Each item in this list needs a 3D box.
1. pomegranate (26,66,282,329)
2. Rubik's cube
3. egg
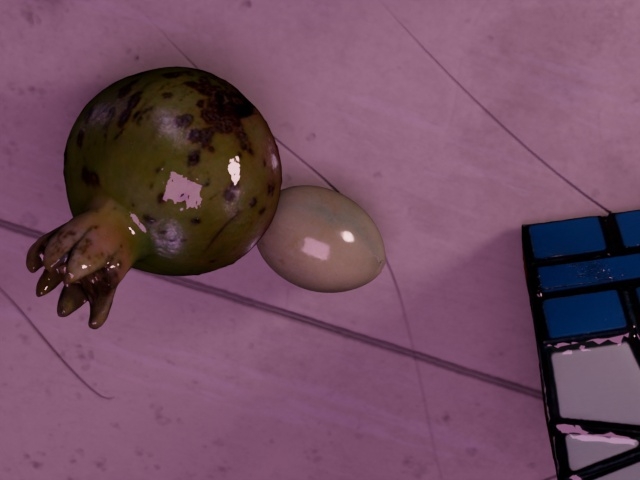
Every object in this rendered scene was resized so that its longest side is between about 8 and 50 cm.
[{"bbox_3d":[-0.190,-0.046,1.886,0.306,0.242,0.242,-37,112,-15],"label":"pomegranate"},{"bbox_3d":[0.378,0.144,1.950,0.288,0.283,0.294,-7,119,4],"label":"Rubik's cube"},{"bbox_3d":[0.000,0.000,1.985,0.152,0.114,0.114,23,114,-4],"label":"egg"}]
